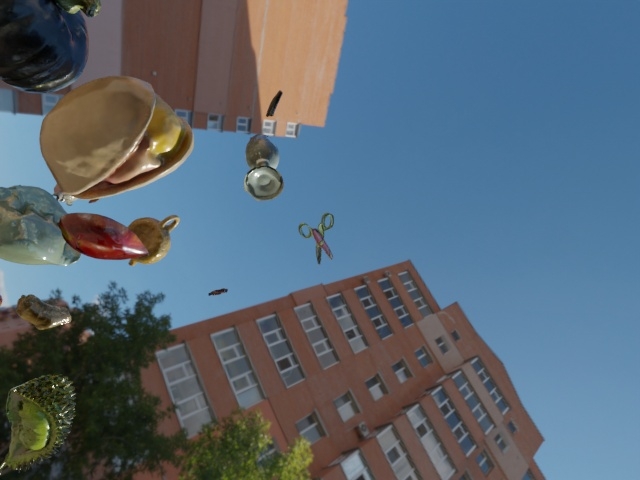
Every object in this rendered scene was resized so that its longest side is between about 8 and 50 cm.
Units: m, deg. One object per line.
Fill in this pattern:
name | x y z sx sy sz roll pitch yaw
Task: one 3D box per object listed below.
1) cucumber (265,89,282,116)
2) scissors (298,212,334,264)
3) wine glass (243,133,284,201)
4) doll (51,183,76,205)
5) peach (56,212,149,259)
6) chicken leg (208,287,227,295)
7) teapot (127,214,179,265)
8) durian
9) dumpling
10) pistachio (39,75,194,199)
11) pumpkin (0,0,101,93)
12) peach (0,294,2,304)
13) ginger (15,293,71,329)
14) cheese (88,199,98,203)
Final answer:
cucumber | -0.211 -0.621 1.849 0.033 0.034 0.134 57 -49 42
scissors | 0.000 0.000 1.425 0.020 0.134 0.187 46 -25 55
wine glass | -0.216 -0.283 1.507 0.143 0.144 0.321 -61 -154 31
doll | -1.003 -0.225 1.656 0.192 0.095 0.149 -54 -167 -4
peach | -0.680 0.014 1.279 0.189 0.280 0.068 -40 -141 34
chicken leg | -0.375 0.189 1.474 0.083 0.036 0.021 -15 -88 12
teapot | -0.743 -0.002 1.805 0.311 0.167 0.203 -44 -101 -1
durian | -0.806 0.514 1.172 0.351 0.169 0.158 -67 -154 24
dumpling | -1.003 -0.031 1.349 0.212 0.320 0.269 -29 -112 3
pistachio | -0.402 -0.192 0.801 0.309 0.230 0.229 -8 -89 23
pumpkin | -0.587 -0.468 0.816 0.296 0.296 0.295 9 -77 43
peach | -1.070 0.206 1.323 0.083 0.077 0.050 -32 -73 37
ginger | -0.950 0.247 1.392 0.095 0.190 0.069 -45 -136 -8
cheese | -0.563 -0.133 1.067 0.047 0.111 0.017 -5 -51 29
